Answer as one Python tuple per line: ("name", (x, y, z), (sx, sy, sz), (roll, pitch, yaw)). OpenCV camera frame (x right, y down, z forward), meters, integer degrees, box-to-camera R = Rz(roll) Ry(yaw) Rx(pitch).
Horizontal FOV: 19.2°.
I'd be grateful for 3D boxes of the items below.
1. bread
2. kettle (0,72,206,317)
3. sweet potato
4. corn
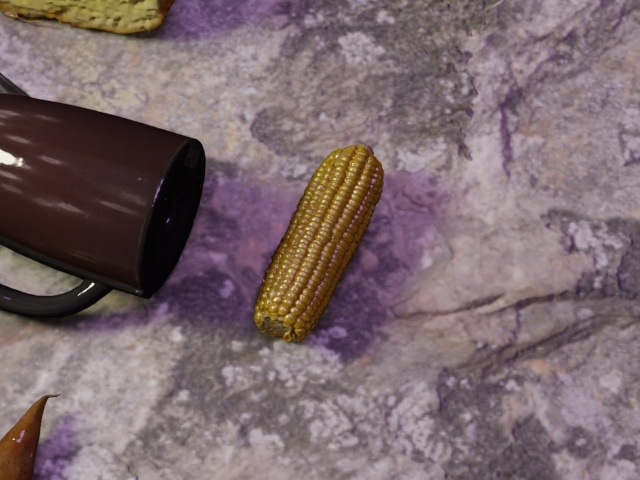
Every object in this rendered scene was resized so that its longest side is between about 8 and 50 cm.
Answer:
("bread", (-0.240, -0.293, 1.789), (0.229, 0.143, 0.139), (14, 64, 0))
("kettle", (-0.241, -0.032, 1.678), (0.232, 0.144, 0.202), (18, 94, 12))
("sweet potato", (-0.269, 0.207, 1.586), (0.056, 0.056, 0.195), (24, 60, 8))
("corn", (0.000, 0.000, 1.703), (0.068, 0.068, 0.207), (23, 66, 7))
